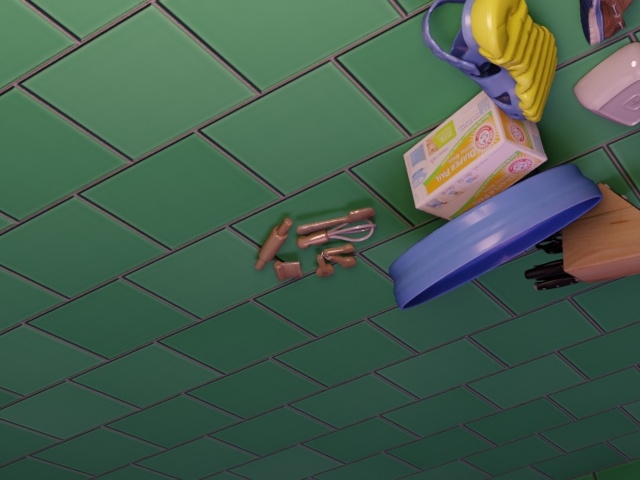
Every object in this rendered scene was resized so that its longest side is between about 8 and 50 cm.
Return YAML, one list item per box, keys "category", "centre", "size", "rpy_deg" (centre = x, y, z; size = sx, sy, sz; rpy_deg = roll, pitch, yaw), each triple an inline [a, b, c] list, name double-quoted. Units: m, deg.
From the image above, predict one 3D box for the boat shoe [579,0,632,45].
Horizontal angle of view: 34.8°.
- category: "boat shoe"
  centre: [0.391, -0.341, 1.401]
  size: [0.066, 0.066, 0.183]
  rpy_deg: [-19, 157, 7]

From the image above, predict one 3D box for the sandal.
- category: "sandal"
  centre: [0.243, -0.267, 1.448]
  size: [0.138, 0.126, 0.317]
  rpy_deg: [11, 165, 31]

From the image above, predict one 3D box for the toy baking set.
- category: "toy baking set"
  centre: [-0.007, 0.000, 1.877]
  size: [0.196, 0.030, 0.256]
  rpy_deg: [1, 147, -21]

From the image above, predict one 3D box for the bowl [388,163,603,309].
- category: "bowl"
  centre: [0.289, -0.007, 1.741]
  size: [0.391, 0.077, 0.391]
  rpy_deg: [-28, 170, -5]

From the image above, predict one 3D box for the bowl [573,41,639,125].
- category: "bowl"
  centre: [0.485, -0.234, 1.599]
  size: [0.142, 0.053, 0.142]
  rpy_deg: [17, 142, -34]

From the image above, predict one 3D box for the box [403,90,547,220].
- category: "box"
  centre: [0.245, -0.134, 1.640]
  size: [0.103, 0.114, 0.203]
  rpy_deg: [17, 139, -36]

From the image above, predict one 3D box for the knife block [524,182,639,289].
- category: "knife block"
  centre: [0.502, 0.033, 1.864]
  size: [0.088, 0.276, 0.242]
  rpy_deg: [22, 108, -40]
